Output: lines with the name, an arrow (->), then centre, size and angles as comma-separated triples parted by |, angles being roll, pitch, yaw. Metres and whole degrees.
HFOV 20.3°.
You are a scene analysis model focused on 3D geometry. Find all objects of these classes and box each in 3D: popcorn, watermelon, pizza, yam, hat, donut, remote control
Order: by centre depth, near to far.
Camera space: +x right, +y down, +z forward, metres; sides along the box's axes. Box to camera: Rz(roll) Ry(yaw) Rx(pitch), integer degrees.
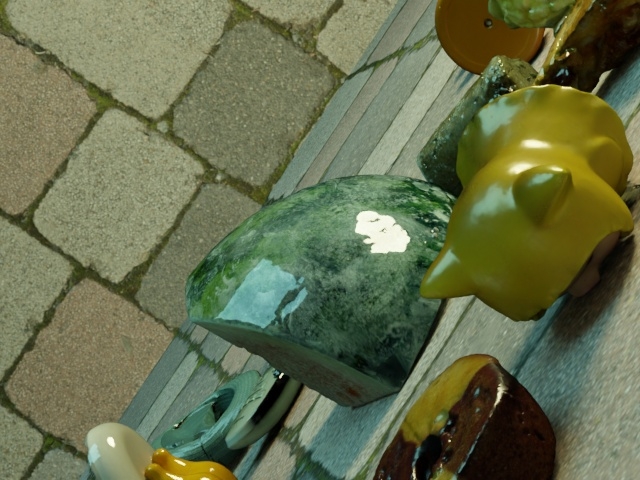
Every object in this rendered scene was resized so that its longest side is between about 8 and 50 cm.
donut -> 0.093, 0.160, 1.198 | 0.166, 0.073, 0.184 | -56, 8, -7
pizza -> 0.261, -0.189, 1.660 | 0.194, 0.069, 0.154 | -60, 5, 25
watermelon -> 0.040, 0.076, 1.804 | 0.320, 0.214, 0.289 | -20, 38, -15
yam -> 0.168, -0.118, 1.898 | 0.179, 0.078, 0.078 | -49, 10, 39
popcorn -> 0.245, -0.283, 1.912 | 0.141, 0.135, 0.162 | -52, 2, -29
remote control -> -0.037, 0.155, 2.155 | 0.256, 0.045, 0.097 | -57, 10, -31
hat -> -0.133, 0.248, 2.263 | 0.191, 0.078, 0.138 | -36, 18, 5

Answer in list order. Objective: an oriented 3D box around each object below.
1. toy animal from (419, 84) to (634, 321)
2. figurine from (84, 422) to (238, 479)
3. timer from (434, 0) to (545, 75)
toy animal -> 0.164, -0.037, 1.352 | 0.156, 0.156, 0.230 | -51, 6, 32
figurine -> -0.066, 0.222, 1.461 | 0.141, 0.250, 0.166 | -35, 8, 10
timer -> 0.220, -0.278, 2.139 | 0.132, 0.132, 0.152 | -52, -3, 29
